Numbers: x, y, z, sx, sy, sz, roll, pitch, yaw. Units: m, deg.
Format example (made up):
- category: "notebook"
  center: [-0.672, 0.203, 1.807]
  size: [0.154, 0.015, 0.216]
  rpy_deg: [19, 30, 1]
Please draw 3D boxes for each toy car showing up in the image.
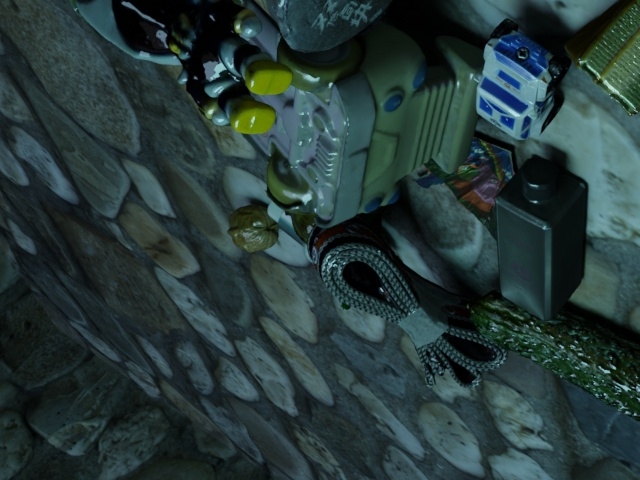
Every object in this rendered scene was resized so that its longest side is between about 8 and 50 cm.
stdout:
- category: "toy car"
  center: [0.001, -0.207, 1.461]
  size: [0.336, 0.226, 0.242]
  rpy_deg: [51, 152, 31]
- category: "toy car"
  center: [0.199, -0.153, 1.334]
  size: [0.080, 0.070, 0.170]
  rpy_deg: [36, 169, 14]

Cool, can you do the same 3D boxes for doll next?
- category: "doll"
  center: [-0.146, -0.234, 1.334]
  size: [0.316, 0.103, 0.145]
  rpy_deg: [47, 153, 30]

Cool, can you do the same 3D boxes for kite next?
- category: "kite"
  center: [0.182, -0.083, 1.605]
  size: [0.321, 0.016, 0.234]
  rpy_deg: [45, 157, -10]

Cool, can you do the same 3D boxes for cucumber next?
- category: "cucumber"
  center: [0.335, 0.143, 1.663]
  size: [0.359, 0.096, 0.096]
  rpy_deg: [30, 156, 37]

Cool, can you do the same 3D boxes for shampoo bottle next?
- category: "shampoo bottle"
  center: [0.000, 0.000, 1.996]
  size: [0.192, 0.074, 0.074]
  rpy_deg: [35, 158, 17]
- category: "shampoo bottle"
  center: [0.255, -0.007, 1.524]
  size: [0.080, 0.079, 0.246]
  rpy_deg: [31, 156, 27]

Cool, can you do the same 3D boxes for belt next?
- category: "belt"
  center: [0.118, 0.082, 1.774]
  size: [0.359, 0.126, 0.094]
  rpy_deg: [39, -155, -36]

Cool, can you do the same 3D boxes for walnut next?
- category: "walnut"
  center: [-0.109, -0.020, 2.151]
  size: [0.096, 0.082, 0.079]
  rpy_deg: [-4, 99, 55]

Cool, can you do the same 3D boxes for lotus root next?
- category: "lotus root"
  center: [0.030, -0.012, 1.910]
  size: [0.179, 0.080, 0.089]
  rpy_deg: [30, 165, 3]

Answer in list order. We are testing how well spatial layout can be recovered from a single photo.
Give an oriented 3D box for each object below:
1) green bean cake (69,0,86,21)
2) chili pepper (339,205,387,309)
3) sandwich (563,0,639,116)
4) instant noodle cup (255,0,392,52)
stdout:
- category: "green bean cake"
  center: [-0.283, -0.360, 1.774]
  size: [0.181, 0.094, 0.173]
  rpy_deg: [27, 153, 33]
- category: "chili pepper"
  center: [0.051, -0.002, 1.807]
  size: [0.061, 0.098, 0.224]
  rpy_deg: [6, 124, -7]
- category: "sandwich"
  center: [0.292, -0.187, 1.202]
  size: [0.079, 0.113, 0.163]
  rpy_deg: [43, -166, -3]
- category: "instant noodle cup"
  center: [-0.029, -0.323, 1.260]
  size: [0.207, 0.217, 0.217]
  rpy_deg: [41, 160, 21]
